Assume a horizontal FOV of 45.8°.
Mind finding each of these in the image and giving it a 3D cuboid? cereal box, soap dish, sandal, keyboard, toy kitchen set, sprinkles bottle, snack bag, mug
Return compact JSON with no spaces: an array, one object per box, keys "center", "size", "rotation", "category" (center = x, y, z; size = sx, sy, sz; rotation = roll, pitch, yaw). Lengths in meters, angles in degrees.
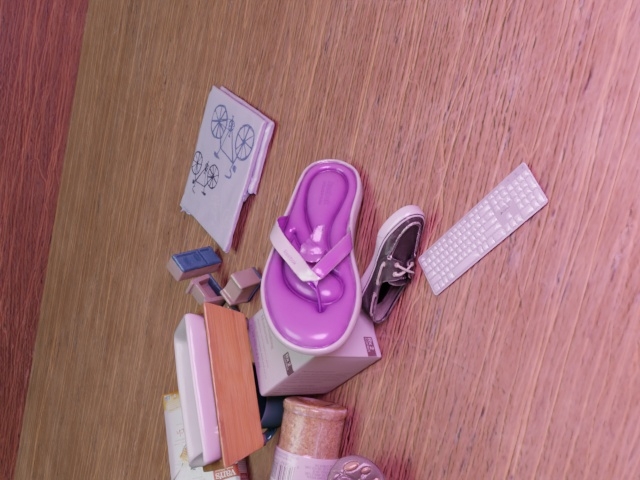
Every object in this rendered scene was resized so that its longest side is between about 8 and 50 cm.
[{"center":[-0.261,0.443,1.698],"size":[0.173,0.047,0.240],"rotation":[-20,65,16],"category":"cereal box"},{"center":[-0.193,0.277,1.413],"size":[0.229,0.118,0.290],"rotation":[133,130,-65],"category":"soap dish"},{"center":[-0.016,0.001,1.277],"size":[0.102,0.170,0.416],"rotation":[80,-169,-49],"category":"sandal"},{"center":[0.239,-0.012,1.148],"size":[0.256,0.014,0.072],"rotation":[-48,49,41],"category":"keyboard"},{"center":[-0.225,0.069,1.740],"size":[0.207,0.122,0.166],"rotation":[50,127,21],"category":"toy kitchen set"},{"center":[-0.038,0.465,1.351],"size":[0.121,0.121,0.355],"rotation":[4,82,55],"category":"sprinkles bottle"},{"center":[-0.232,-0.173,1.821],"size":[0.323,0.037,0.342],"rotation":[39,117,51],"category":"snack bag"},{"center":[-0.104,0.317,1.518],"size":[0.157,0.097,0.129],"rotation":[-58,43,33],"category":"mug"}]

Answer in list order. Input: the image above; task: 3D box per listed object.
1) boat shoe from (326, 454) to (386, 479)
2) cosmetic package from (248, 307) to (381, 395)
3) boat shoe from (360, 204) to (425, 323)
[{"center":[0.094,0.504,1.217],"size":[0.116,0.123,0.324],"rotation":[99,158,-77],"category":"boat shoe"},{"center":[-0.016,0.177,1.363],"size":[0.184,0.152,0.151],"rotation":[-44,51,43],"category":"cosmetic package"},{"center":[0.126,0.043,1.254],"size":[0.070,0.078,0.219],"rotation":[58,138,42],"category":"boat shoe"}]
